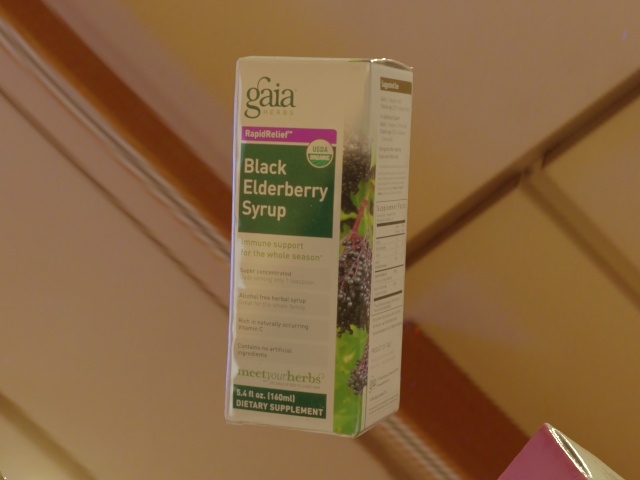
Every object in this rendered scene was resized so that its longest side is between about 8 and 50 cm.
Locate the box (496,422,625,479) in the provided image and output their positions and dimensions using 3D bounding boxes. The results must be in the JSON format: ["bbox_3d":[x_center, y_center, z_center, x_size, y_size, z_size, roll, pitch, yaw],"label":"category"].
[{"bbox_3d":[0.148,0.268,0.943,0.148,0.127,0.232,37,-84,-11],"label":"box"}]

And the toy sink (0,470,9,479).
[{"bbox_3d":[-0.317,0.344,1.429,0.131,0.153,0.234,27,-27,12],"label":"toy sink"}]

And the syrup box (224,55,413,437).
[{"bbox_3d":[0.000,0.000,0.911,0.093,0.096,0.237,4,-85,21],"label":"syrup box"}]
